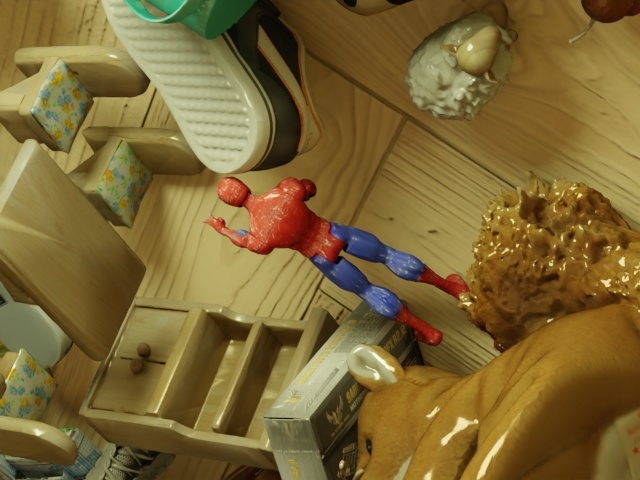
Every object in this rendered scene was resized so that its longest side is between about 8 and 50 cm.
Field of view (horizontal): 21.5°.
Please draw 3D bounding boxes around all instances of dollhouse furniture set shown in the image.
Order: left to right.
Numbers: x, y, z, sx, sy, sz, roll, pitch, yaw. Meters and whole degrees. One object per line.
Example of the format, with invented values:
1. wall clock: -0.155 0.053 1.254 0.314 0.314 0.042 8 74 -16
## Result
1. dollhouse furniture set: -0.183 0.063 1.692 0.256 0.362 0.394 4 148 31

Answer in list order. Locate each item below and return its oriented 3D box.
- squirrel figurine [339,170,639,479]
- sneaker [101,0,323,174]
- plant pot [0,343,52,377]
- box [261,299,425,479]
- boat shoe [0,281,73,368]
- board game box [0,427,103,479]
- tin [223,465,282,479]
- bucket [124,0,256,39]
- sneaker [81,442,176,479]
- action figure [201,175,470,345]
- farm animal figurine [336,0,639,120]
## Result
1. squirrel figurine: 0.195 0.146 1.533 0.281 0.397 0.370 35 163 -24
2. sneaker: -0.110 -0.202 1.631 0.126 0.127 0.321 -39 70 35
3. plant pot: -0.385 0.177 2.055 0.083 0.079 0.083 16 125 24
4. box: 0.040 0.194 1.703 0.056 0.231 0.183 -3 117 32
5. boat shoe: -0.368 -0.002 1.917 0.113 0.105 0.306 -26 110 36
6. board game box: -0.358 0.276 2.053 0.194 0.060 0.194 -4 144 28
7. tin: -0.086 0.288 1.925 0.040 0.106 0.190 42 133 -8
8. bucket: -0.102 -0.320 1.452 0.183 0.281 0.281 36 131 3
9. sneaker: -0.226 0.276 1.939 0.086 0.132 0.228 31 104 -8
10. action figure: 0.000 0.000 1.650 0.280 0.091 0.139 30 -178 -31
11. farm animal figurine: 0.115 -0.280 1.397 0.327 0.172 0.330 -30 100 40
